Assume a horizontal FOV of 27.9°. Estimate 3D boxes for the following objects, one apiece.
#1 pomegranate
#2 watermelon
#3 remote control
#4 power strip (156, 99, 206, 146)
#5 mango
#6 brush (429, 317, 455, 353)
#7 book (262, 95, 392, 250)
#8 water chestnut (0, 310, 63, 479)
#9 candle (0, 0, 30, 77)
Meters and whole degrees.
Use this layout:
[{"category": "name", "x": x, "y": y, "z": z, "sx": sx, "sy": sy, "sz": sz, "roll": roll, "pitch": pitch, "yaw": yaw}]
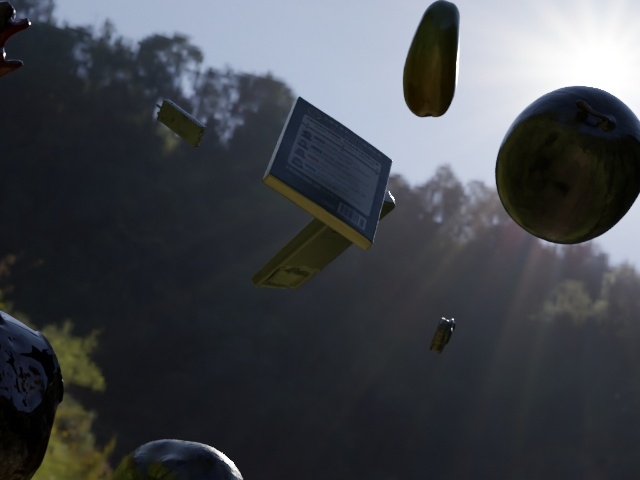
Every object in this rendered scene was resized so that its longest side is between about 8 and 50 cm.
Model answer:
[{"category": "pomegranate", "x": -0.216, "y": 0.412, "z": 2.066, "sx": 0.222, "sy": 0.204, "sz": 0.276, "roll": 11, "pitch": 14, "yaw": 25}, {"category": "watermelon", "x": 0.471, "y": -0.144, "z": 2.411, "sx": 0.279, "sy": 0.278, "sz": 0.359, "roll": 14, "pitch": -28, "yaw": -4}, {"category": "remote control", "x": 0.000, "y": 0.000, "z": 2.274, "sx": 0.123, "sy": 0.038, "sz": 0.285, "roll": 6, "pitch": -39, "yaw": -48}, {"category": "power strip", "x": -0.286, "y": -0.241, "z": 2.612, "sx": 0.136, "sy": 0.051, "sz": 0.019, "roll": 36, "pitch": 29, "yaw": 26}, {"category": "mango", "x": 0.186, "y": -0.298, "z": 2.114, "sx": 0.092, "sy": 0.194, "sz": 0.130, "roll": 12, "pitch": 2, "yaw": 6}, {"category": "brush", "x": 0.212, "y": 0.155, "z": 2.202, "sx": 0.027, "sy": 0.062, "sz": 0.266, "roll": 23, "pitch": 3, "yaw": 7}, {"category": "book", "x": 0.018, "y": -0.114, "z": 2.102, "sx": 0.202, "sy": 0.264, "sz": 0.027, "roll": 32, "pitch": -57, "yaw": -11}, {"category": "water chestnut", "x": -0.553, "y": 0.226, "z": 1.783, "sx": 0.347, "sy": 0.335, "sz": 0.335, "roll": 13, "pitch": -16, "yaw": -42}, {"category": "candle", "x": -0.464, "y": -0.175, "z": 1.484, "sx": 0.084, "sy": 0.302, "sz": 0.059, "roll": 53, "pitch": -12, "yaw": 7}]
